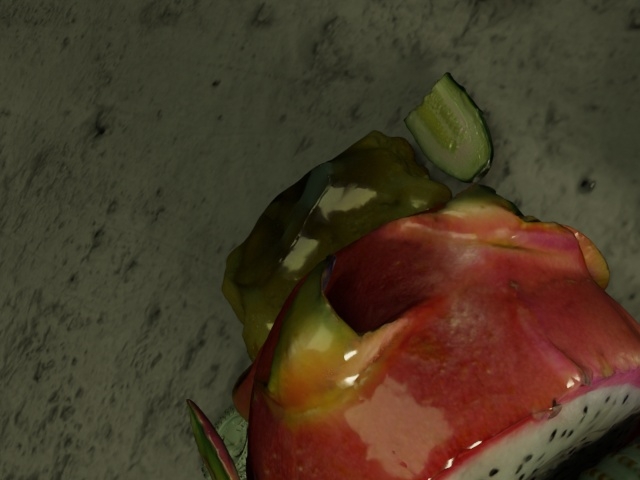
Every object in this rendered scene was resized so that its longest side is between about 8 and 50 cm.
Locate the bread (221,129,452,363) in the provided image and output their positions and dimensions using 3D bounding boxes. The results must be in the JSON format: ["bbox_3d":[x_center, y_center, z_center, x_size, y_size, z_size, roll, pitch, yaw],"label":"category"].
[{"bbox_3d":[0.000,0.000,0.875,0.233,0.088,0.161,-49,19,8],"label":"bread"}]

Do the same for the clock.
[{"bbox_3d":[-0.082,0.190,0.919,0.074,0.010,0.083,9,72,47],"label":"clock"}]

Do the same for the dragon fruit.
[{"bbox_3d":[0.067,0.089,0.620,0.290,0.291,0.189,-41,63,19],"label":"dragon fruit"}]

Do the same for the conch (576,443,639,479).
[{"bbox_3d":[0.214,0.183,0.539,0.200,0.131,0.172,-40,43,21],"label":"conch"}]

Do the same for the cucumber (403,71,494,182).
[{"bbox_3d":[0.124,-0.092,0.871,0.067,0.035,0.107,-48,48,27],"label":"cucumber"}]
